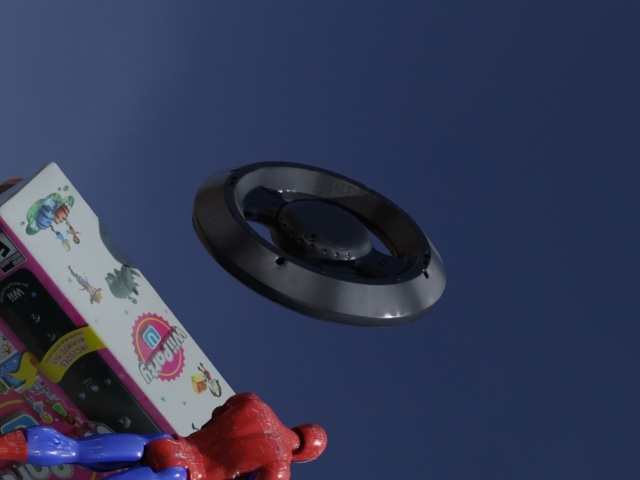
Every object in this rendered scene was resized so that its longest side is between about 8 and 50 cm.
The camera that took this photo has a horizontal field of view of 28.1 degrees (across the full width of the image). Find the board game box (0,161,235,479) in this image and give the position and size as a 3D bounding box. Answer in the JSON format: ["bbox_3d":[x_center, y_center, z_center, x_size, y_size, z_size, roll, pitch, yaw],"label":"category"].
[{"bbox_3d":[-0.227,0.120,1.084,0.224,0.303,0.097,-29,-163,28],"label":"board game box"}]

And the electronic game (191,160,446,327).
[{"bbox_3d":[0.000,0.000,1.103,0.229,0.229,0.048,57,-46,47],"label":"electronic game"}]

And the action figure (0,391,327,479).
[{"bbox_3d":[-0.130,0.174,0.886,0.091,0.280,0.139,65,-34,31],"label":"action figure"}]

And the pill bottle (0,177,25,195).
[{"bbox_3d":[-0.396,0.010,1.637,0.130,0.130,0.246,-59,-161,23],"label":"pill bottle"}]
